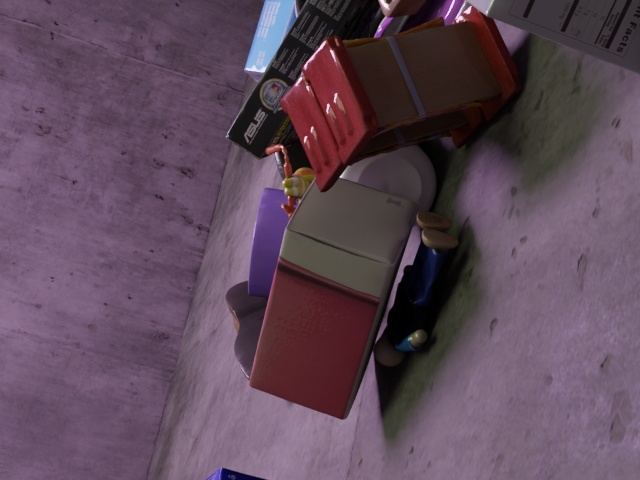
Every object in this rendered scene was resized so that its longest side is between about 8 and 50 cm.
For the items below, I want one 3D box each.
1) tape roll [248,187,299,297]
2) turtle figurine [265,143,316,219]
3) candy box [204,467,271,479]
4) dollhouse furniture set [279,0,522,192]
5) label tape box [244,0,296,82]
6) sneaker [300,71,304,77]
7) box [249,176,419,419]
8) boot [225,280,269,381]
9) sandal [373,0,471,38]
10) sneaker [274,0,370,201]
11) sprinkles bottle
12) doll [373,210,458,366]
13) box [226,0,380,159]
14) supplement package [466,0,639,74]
[{"bbox_3d":[-0.070,0.007,1.839,0.189,0.080,0.189,9,-90,-89],"label":"tape roll"},{"bbox_3d":[0.003,-0.012,1.462,0.269,0.087,0.217,80,173,-71],"label":"turtle figurine"},{"bbox_3d":[-0.158,0.521,1.562,0.268,0.122,0.317,131,154,-60],"label":"candy box"},{"bbox_3d":[0.039,-0.268,1.162,0.374,0.201,0.152,68,154,11],"label":"dollhouse furniture set"},{"bbox_3d":[-0.049,-0.415,2.040,0.347,0.115,0.249,25,-98,-75],"label":"label tape box"},{"bbox_3d":[0.073,-0.179,1.284,0.256,0.151,0.094,-41,-48,-61],"label":"sneaker"},{"bbox_3d":[0.014,0.064,1.242,0.148,0.127,0.232,-62,-12,-56],"label":"box"},{"bbox_3d":[-0.089,0.184,1.836,0.305,0.112,0.115,-115,10,-62],"label":"boot"},{"bbox_3d":[0.117,-0.297,1.460,0.416,0.102,0.169,147,137,-71],"label":"sandal"},{"bbox_3d":[0.018,-0.219,1.803,0.257,0.169,0.447,91,-176,-64],"label":"sneaker"},{"bbox_3d":[0.059,-0.110,1.433,0.355,0.121,0.121,-115,43,-72],"label":"sprinkles bottle"},{"bbox_3d":[0.102,0.062,1.188,0.129,0.046,0.189,-96,20,-58],"label":"doll"},{"bbox_3d":[-0.013,-0.251,1.496,0.270,0.060,0.216,-57,-5,17],"label":"box"},{"bbox_3d":[0.213,-0.284,0.916,0.262,0.145,0.204,-103,33,-68],"label":"supplement package"}]
